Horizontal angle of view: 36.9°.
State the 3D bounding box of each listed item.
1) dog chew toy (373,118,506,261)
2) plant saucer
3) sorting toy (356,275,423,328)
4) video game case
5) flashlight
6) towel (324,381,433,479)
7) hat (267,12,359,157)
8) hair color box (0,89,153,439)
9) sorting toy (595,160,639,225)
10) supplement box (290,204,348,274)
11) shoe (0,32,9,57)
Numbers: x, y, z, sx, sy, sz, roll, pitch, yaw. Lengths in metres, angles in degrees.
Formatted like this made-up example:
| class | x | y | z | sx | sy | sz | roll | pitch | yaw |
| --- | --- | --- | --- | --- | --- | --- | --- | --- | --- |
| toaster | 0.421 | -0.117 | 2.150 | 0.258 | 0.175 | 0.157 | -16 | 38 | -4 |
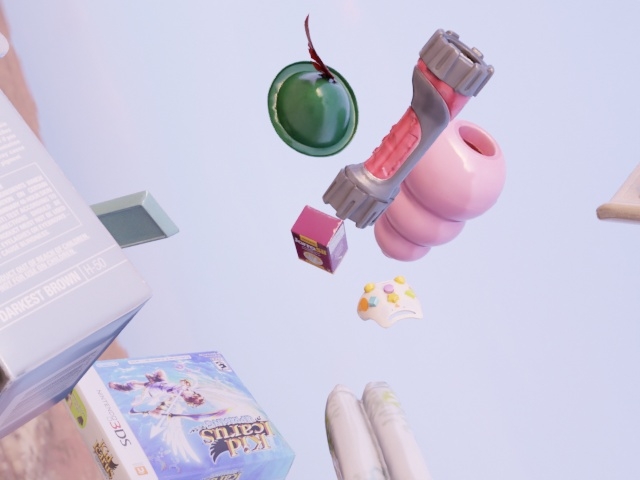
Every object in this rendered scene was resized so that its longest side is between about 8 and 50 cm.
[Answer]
| class | x | y | z | sx | sy | sz | roll | pitch | yaw |
| --- | --- | --- | --- | --- | --- | --- | --- | --- | --- |
| dog chew toy | 0.220 | -0.084 | 1.915 | 0.332 | 0.207 | 0.206 | -53 | -126 | 37 |
| plant saucer | -0.255 | -0.011 | 1.108 | 0.067 | 0.192 | 0.018 | 55 | 37 | -34 |
| sorting toy | 0.095 | 0.085 | 1.227 | 0.075 | 0.083 | 0.044 | -120 | -161 | -57 |
| video game case | -0.209 | 0.265 | 1.391 | 0.244 | 0.270 | 0.061 | 47 | -55 | 39 |
| flashlight | 0.115 | -0.154 | 1.367 | 0.103 | 0.103 | 0.304 | 46 | -65 | 13 |
| towel | 0.091 | 0.345 | 0.859 | 0.374 | 0.090 | 0.320 | -112 | -174 | -63 |
| hat | 0.018 | -0.242 | 1.602 | 0.183 | 0.209 | 0.172 | -12 | -112 | 61 |
| hair color box | -0.290 | -0.051 | 0.631 | 0.374 | 0.114 | 0.185 | 52 | -42 | 5 |
| sorting toy | 0.294 | -0.063 | 0.573 | 0.193 | 0.208 | 0.038 | 8 | -52 | 44 |
| supplement box | 0.000 | 0.000 | 1.198 | 0.055 | 0.043 | 0.083 | 24 | -22 | 19 |
| shoe | -0.555 | -0.272 | 1.432 | 0.081 | 0.178 | 0.063 | -34 | -95 | 32 |
